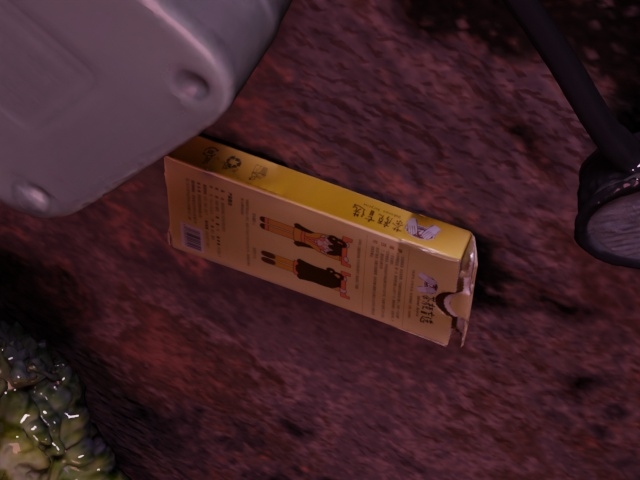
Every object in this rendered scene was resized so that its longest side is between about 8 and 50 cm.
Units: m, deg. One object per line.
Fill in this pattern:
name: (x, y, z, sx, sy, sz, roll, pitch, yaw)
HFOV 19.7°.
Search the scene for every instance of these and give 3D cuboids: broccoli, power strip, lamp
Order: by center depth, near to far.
lamp: (0.045, -0.123, 0.598, 0.130, 0.108, 0.371, -26, 136, 38)
power strip: (-0.171, -0.094, 0.712, 0.229, 0.141, 0.261, 40, 143, -19)
broccoli: (-0.224, 0.163, 1.017, 0.247, 0.243, 0.263, 44, 142, -2)

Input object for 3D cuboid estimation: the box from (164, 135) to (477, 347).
box: (0.000, 0.000, 0.827, 0.149, 0.020, 0.073, 21, 147, 11)
